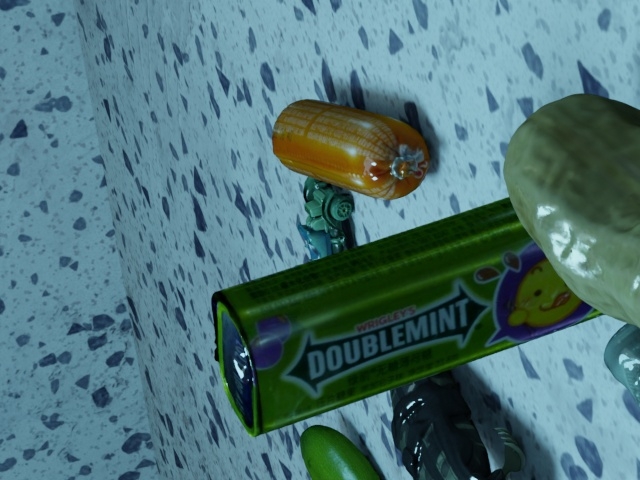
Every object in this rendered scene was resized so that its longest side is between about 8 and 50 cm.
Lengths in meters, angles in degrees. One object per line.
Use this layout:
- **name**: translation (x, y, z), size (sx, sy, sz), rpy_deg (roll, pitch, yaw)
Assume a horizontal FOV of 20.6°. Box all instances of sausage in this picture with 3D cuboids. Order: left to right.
- **sausage**: translation (0.040, -0.098, 1.915), size (0.312, 0.093, 0.093), rpy_deg (-157, 51, -67)

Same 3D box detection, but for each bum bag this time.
- **bum bag**: translation (0.128, 0.216, 1.896), size (0.340, 0.095, 0.144), rpy_deg (-115, 20, -54)

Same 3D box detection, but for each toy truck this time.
- **toy truck**: translation (0.000, 0.001, 2.160), size (0.080, 0.078, 0.154), rpy_deg (-138, 35, -57)

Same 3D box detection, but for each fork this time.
- **fork**: translation (0.201, 0.270, 1.904), size (0.034, 0.028, 0.219), rpy_deg (50, 157, 35)

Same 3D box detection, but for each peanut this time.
- **peanut**: translation (0.252, 0.002, 1.281), size (0.159, 0.143, 0.291), rpy_deg (42, -179, -42)

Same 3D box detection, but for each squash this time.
- **squash**: translation (0.057, 0.358, 2.334), size (0.292, 0.082, 0.082), rpy_deg (57, 158, 36)

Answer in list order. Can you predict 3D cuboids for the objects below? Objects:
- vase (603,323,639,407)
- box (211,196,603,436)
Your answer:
- **vase**: translation (0.300, 0.157, 1.363), size (0.096, 0.096, 0.219), rpy_deg (95, 155, -52)
- **box**: translation (0.082, 0.056, 1.497), size (0.097, 0.346, 0.134), rpy_deg (-126, 25, -49)
